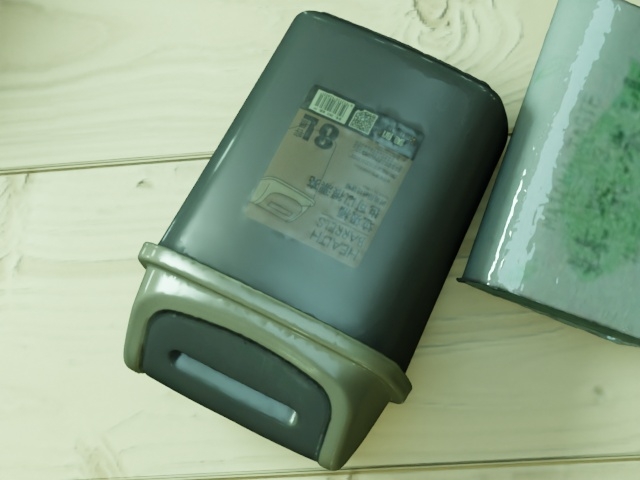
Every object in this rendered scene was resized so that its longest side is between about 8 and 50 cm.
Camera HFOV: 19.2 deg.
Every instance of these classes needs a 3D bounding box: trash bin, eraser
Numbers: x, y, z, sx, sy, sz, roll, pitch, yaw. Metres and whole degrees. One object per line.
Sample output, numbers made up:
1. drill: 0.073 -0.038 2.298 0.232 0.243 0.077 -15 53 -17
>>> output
1. trash bin: 0.000 0.000 1.366 0.209 0.182 0.290 25 81 13
2. eraser: 0.216 -0.048 1.367 0.174 0.081 0.227 21 86 -9
